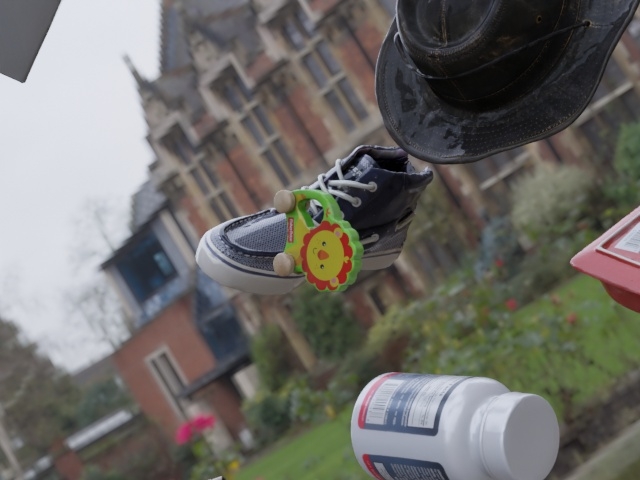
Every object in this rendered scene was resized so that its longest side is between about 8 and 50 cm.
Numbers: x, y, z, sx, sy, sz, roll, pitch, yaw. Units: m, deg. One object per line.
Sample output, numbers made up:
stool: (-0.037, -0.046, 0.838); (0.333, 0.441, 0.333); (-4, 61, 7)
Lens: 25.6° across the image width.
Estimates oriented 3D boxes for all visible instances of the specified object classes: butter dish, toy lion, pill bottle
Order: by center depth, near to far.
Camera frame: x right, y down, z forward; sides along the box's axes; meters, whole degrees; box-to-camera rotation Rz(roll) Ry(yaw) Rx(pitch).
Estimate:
pill bottle: (0.125, 0.178, 1.300); (0.108, 0.108, 0.180); (-27, 17, -40)
toy lion: (0.000, 0.000, 1.370); (0.096, 0.100, 0.034); (1, 2, 39)
butter dish: (0.419, 0.042, 1.728); (0.160, 0.118, 0.160); (-35, 34, -22)

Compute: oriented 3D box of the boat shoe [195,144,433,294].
boat shoe: (-0.002, -0.040, 1.753); (0.340, 0.127, 0.158); (-12, -45, -48)

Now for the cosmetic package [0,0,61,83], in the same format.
cosmetic package: (-0.232, -0.256, 1.077); (0.238, 0.127, 0.107); (-59, 15, 17)

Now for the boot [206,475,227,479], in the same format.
boot: (-0.132, 0.255, 1.380); (0.087, 0.042, 0.118); (-27, -43, 11)

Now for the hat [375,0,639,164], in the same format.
hat: (0.161, -0.248, 1.440); (0.331, 0.331, 0.134); (-33, -44, 19)
